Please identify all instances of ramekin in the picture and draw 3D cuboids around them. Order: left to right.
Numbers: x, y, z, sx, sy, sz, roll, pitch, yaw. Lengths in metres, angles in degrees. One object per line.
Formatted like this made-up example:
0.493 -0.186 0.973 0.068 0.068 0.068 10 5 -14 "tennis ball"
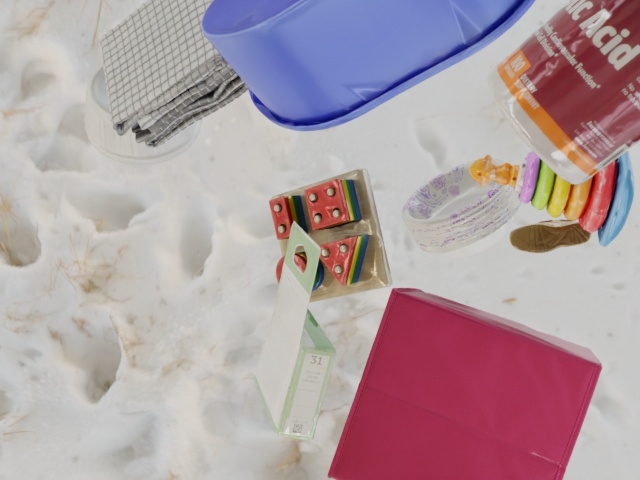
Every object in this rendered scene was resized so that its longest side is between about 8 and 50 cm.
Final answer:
-0.415 -0.313 1.738 0.273 0.127 0.272 3 55 -4 "ramekin"

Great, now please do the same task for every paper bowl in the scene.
0.356 -0.068 1.840 0.284 0.284 0.148 -39 111 -21 "paper bowl"

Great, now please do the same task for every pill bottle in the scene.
0.453 -0.280 1.059 0.224 0.392 0.224 37 28 -23 "pill bottle"

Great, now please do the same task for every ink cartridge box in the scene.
-0.024 0.108 0.956 0.056 0.171 0.234 13 99 -16 "ink cartridge box"

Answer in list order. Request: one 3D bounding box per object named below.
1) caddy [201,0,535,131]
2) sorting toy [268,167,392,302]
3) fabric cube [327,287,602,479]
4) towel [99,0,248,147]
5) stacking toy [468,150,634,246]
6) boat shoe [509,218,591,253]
0.048 -0.246 0.698 0.179 0.342 0.241 38 35 -45 "caddy"
0.000 0.000 1.613 0.089 0.257 0.255 -7 83 -55 "sorting toy"
0.194 0.223 0.992 0.258 0.254 0.258 19 92 15 "fabric cube"
-0.254 -0.323 1.353 0.121 0.284 0.234 28 39 -53 "towel"
0.442 -0.114 1.469 0.302 0.175 0.165 11 33 9 "stacking toy"
0.464 -0.011 1.538 0.170 0.059 0.062 -3 100 -6 "boat shoe"
